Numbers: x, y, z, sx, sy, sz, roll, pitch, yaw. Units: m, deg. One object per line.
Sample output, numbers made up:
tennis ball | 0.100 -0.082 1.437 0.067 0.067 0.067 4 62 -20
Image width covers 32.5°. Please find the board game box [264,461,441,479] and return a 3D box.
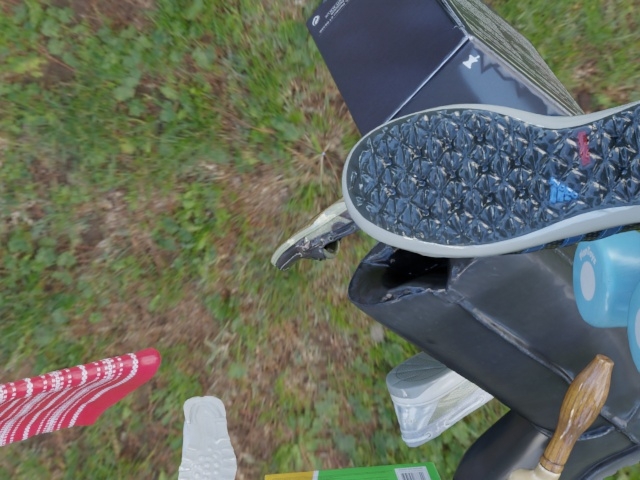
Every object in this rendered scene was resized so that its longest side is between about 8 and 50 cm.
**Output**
board game box | 0.044 0.469 1.544 0.242 0.064 0.317 -2 113 -7

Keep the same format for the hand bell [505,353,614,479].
hand bell | 0.250 0.228 1.159 0.126 0.126 0.242 22 109 -2

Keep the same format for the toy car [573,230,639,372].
toy car | 0.310 -0.039 0.746 0.219 0.210 0.238 -1 106 -6

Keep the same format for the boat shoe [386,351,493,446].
boat shoe | 0.231 0.189 1.577 0.320 0.118 0.103 -22 109 -35

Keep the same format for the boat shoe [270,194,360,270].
boat shoe | 0.000 0.000 1.234 0.049 0.056 0.152 54 133 5

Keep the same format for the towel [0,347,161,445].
towel | -0.314 0.179 1.120 0.199 0.274 0.031 -38 70 44

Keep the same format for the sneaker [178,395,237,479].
sneaker | -0.182 0.359 1.744 0.090 0.235 0.095 7 128 -7

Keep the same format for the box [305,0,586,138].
box | 0.168 -0.189 1.368 0.296 0.294 0.183 30 114 -34

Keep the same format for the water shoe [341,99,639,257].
water shoe | 0.112 -0.023 0.522 0.203 0.080 0.073 -3 76 20

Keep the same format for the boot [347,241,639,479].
boot | 0.188 0.156 1.240 0.367 0.146 0.445 -37 132 21
